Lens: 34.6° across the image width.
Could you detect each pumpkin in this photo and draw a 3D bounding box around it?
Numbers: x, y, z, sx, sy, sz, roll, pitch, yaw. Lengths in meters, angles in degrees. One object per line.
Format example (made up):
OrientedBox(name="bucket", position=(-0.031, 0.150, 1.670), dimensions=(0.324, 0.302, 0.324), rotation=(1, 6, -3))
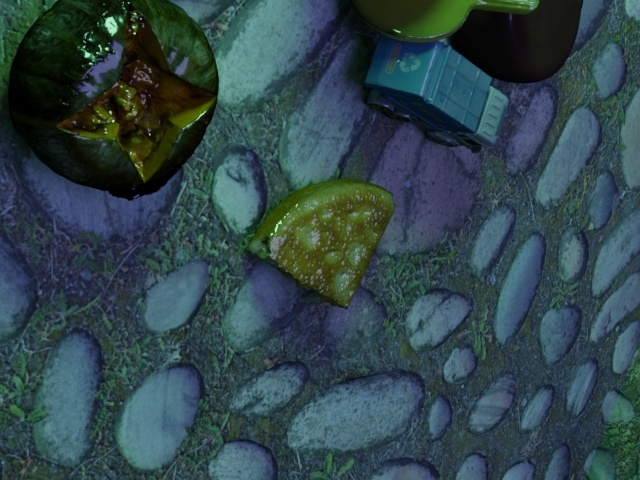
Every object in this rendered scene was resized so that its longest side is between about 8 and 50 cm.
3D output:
OrientedBox(name="pumpkin", position=(-0.299, -0.223, 1.510), dimensions=(0.321, 0.192, 0.320), rotation=(-20, 126, -31))

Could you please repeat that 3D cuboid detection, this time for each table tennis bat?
OrientedBox(name="table tennis bat", position=(0.230, -0.459, 1.916), dimensions=(0.369, 0.054, 0.224), rotation=(-1, 63, -12))

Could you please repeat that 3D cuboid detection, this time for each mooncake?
OrientedBox(name="mooncake", position=(0.406, -0.500, 2.132), dimensions=(0.326, 0.174, 0.333), rotation=(4, 98, -47))

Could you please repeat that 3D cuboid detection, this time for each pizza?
OrientedBox(name="pizza", position=(0.008, -0.034, 1.962), dimensions=(0.258, 0.087, 0.268), rotation=(38, 75, -40))

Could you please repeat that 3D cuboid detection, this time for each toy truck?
OrientedBox(name="toy truck", position=(0.227, -0.291, 2.029), dimensions=(0.367, 0.175, 0.146), rotation=(21, 86, -47))
